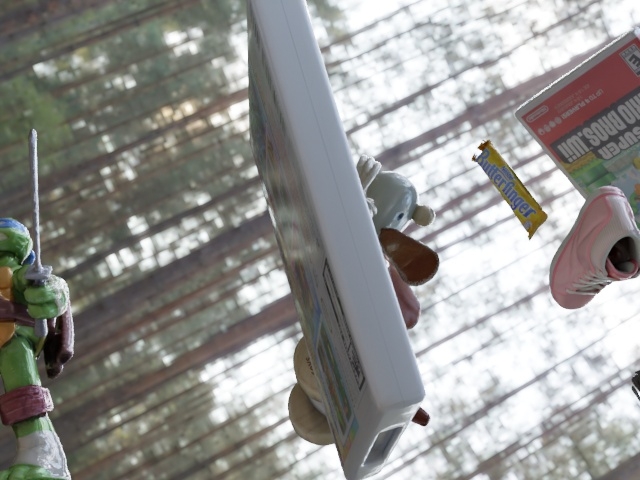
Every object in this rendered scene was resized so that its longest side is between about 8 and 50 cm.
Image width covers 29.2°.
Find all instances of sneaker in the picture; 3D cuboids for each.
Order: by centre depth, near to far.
[{"bbox_3d":[0.240,0.025,1.070,0.070,0.051,0.134,-107,-156,-47],"label":"sneaker"}]

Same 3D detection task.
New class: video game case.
[{"bbox_3d":[0.000,0.000,0.447,0.143,0.019,0.157,97,-23,-70],"label":"video game case"},{"bbox_3d":[0.403,-0.102,1.532,0.285,0.025,0.204,49,-45,-6],"label":"video game case"}]

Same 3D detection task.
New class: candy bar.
[{"bbox_3d":[0.232,-0.065,1.516,0.040,0.018,0.161,-60,-139,31],"label":"candy bar"}]

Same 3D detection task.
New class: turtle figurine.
[{"bbox_3d":[-0.311,0.085,1.056,0.275,0.197,0.266,102,-20,-68],"label":"turtle figurine"}]

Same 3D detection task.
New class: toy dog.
[{"bbox_3d":[0.077,0.083,1.393,0.161,0.334,0.220,18,-6,6],"label":"toy dog"}]

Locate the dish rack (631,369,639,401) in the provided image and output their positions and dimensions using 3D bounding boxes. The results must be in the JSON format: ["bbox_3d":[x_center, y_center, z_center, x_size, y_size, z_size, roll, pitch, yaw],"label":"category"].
[{"bbox_3d":[0.382,0.167,0.971,0.271,0.208,0.074,53,24,-23],"label":"dish rack"}]
